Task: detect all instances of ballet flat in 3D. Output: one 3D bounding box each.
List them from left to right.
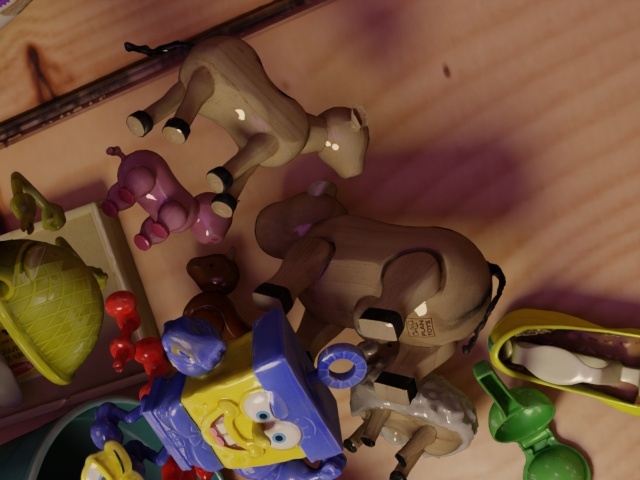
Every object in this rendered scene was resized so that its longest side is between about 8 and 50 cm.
[{"bbox_3d":[0.245,0.105,1.303,0.231,0.077,0.077,11,98,15],"label":"ballet flat"}]

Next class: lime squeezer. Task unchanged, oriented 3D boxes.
[{"bbox_3d":[0.192,0.184,1.321,0.059,0.110,0.310,-36,118,-7],"label":"lime squeezer"}]

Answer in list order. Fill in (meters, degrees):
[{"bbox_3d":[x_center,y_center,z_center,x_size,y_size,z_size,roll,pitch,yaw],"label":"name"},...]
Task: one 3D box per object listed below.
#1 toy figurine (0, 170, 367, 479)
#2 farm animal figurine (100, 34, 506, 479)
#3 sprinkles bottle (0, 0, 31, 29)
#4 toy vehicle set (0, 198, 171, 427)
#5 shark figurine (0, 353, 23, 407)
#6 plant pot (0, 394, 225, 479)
[{"bbox_3d":[-0.076,0.087,1.234,0.217,0.191,0.362,-18,122,17],"label":"toy figurine"},{"bbox_3d":[0.000,0.000,1.295,0.327,0.172,0.330,25,141,19],"label":"farm animal figurine"},{"bbox_3d":[-0.291,-0.247,1.400,0.355,0.121,0.121,-36,85,17],"label":"sprinkles bottle"},{"bbox_3d":[-0.285,0.081,1.478,0.267,0.035,0.166,-18,91,18],"label":"toy vehicle set"},{"bbox_3d":[-0.420,0.110,1.445,0.278,0.116,0.166,-19,89,16],"label":"shark figurine"},{"bbox_3d":[-0.243,0.293,1.383,0.255,0.272,0.271,-20,90,31],"label":"plant pot"}]
